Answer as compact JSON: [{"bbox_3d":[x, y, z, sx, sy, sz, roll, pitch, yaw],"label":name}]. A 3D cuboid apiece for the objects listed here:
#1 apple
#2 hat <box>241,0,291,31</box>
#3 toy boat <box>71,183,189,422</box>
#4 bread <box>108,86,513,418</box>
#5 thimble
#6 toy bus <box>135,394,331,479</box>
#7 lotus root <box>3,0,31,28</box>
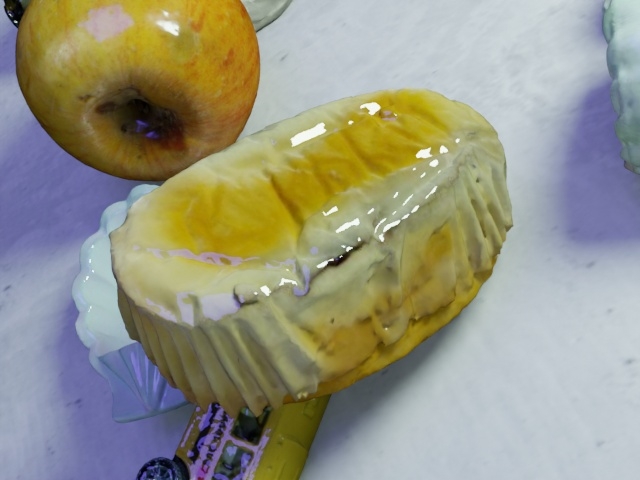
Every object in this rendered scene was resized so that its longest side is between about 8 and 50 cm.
[{"bbox_3d":[-0.221,-0.228,1.046,0.299,0.299,0.275,-16,44,21],"label":"apple"},{"bbox_3d":[-0.142,-0.418,1.165,0.164,0.226,0.219,-23,55,43],"label":"hat"},{"bbox_3d":[-0.187,0.072,0.978,0.200,0.100,0.290,-21,55,19],"label":"toy boat"},{"bbox_3d":[0.005,0.009,0.781,0.389,0.183,0.236,-25,52,-18],"label":"bread"},{"bbox_3d":[0.339,-0.165,0.757,0.150,0.185,0.210,-7,54,25],"label":"thimble"},{"bbox_3d":[-0.077,0.198,0.837,0.123,0.121,0.335,14,71,28],"label":"toy bus"},{"bbox_3d":[-0.341,-0.420,1.302,0.309,0.173,0.173,-27,54,15],"label":"lotus root"}]
